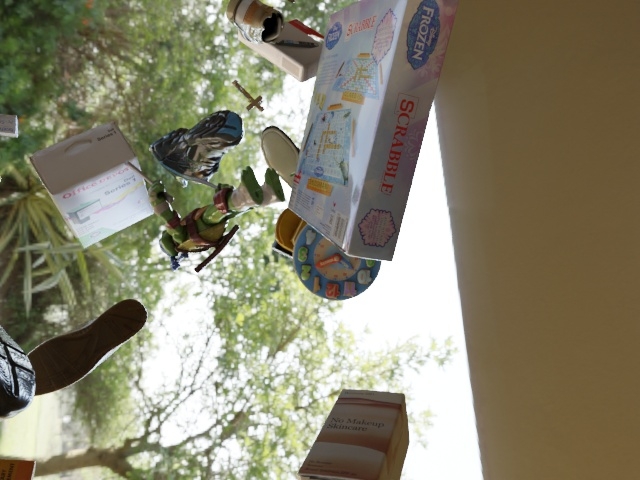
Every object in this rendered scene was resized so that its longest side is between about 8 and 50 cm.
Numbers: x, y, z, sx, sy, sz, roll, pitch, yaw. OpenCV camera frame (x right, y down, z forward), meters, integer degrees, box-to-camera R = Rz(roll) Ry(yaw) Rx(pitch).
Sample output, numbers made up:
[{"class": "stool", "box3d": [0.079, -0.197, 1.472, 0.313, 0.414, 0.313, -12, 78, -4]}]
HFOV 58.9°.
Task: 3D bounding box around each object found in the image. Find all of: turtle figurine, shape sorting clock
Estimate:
[{"class": "turtle figurine", "box3d": [-0.222, -0.096, 1.084, 0.266, 0.198, 0.275, -19, -125, 24]}, {"class": "shape sorting clock", "box3d": [0.039, 0.038, 1.300, 0.040, 0.206, 0.206, -77, 170, -80]}]

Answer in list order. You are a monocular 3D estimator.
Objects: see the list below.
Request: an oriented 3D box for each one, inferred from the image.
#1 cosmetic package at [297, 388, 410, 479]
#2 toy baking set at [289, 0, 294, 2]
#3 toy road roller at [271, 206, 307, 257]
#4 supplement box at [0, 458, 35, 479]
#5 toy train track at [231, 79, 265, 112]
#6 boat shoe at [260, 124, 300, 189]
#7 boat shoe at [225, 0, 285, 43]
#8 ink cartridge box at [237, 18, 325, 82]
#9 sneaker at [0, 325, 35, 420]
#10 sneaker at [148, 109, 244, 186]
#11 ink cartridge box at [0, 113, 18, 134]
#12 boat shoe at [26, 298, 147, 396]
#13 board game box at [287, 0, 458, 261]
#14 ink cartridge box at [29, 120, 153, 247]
[{"class": "cosmetic package", "box3d": [0.076, 0.421, 1.105, 0.296, 0.153, 0.129, -42, 128, -68]}, {"class": "toy baking set", "box3d": [-0.177, -0.794, 1.636, 0.030, 0.196, 0.256, -42, -101, 37]}, {"class": "toy road roller", "box3d": [0.000, 0.000, 1.949, 0.203, 0.329, 0.240, -64, -172, -8]}, {"class": "supplement box", "box3d": [-0.586, 0.394, 0.896, 0.078, 0.233, 0.080, -103, -150, -46]}, {"class": "toy train track", "box3d": [-0.143, -0.291, 1.137, 0.083, 0.048, 0.014, 44, -29, -7]}, {"class": "boat shoe", "box3d": [-0.081, -0.201, 1.393, 0.233, 0.084, 0.079, 51, 21, -47]}, {"class": "boat shoe", "box3d": [-0.155, -0.583, 1.545, 0.113, 0.103, 0.302, -61, 174, 16]}, {"class": "ink cartridge box", "box3d": [-0.067, -0.626, 1.777, 0.296, 0.261, 0.066, 40, -36, 23]}, {"class": "sneaker", "box3d": [-0.722, 0.244, 1.050, 0.447, 0.257, 0.169, 33, -19, 35]}, {"class": "sneaker", "box3d": [-0.275, -0.216, 1.364, 0.340, 0.125, 0.140, -2, -55, 50]}, {"class": "ink cartridge box", "box3d": [-0.807, -0.270, 1.290, 0.097, 0.207, 0.046, 9, -84, 64]}, {"class": "boat shoe", "box3d": [-0.583, 0.269, 1.409, 0.122, 0.341, 0.110, 59, -18, 1]}, {"class": "board game box", "box3d": [0.050, -0.165, 0.782, 0.318, 0.065, 0.318, -139, -120, -69]}, {"class": "ink cartridge box", "box3d": [-0.532, -0.126, 1.352, 0.117, 0.201, 0.278, 54, -21, 17]}]
